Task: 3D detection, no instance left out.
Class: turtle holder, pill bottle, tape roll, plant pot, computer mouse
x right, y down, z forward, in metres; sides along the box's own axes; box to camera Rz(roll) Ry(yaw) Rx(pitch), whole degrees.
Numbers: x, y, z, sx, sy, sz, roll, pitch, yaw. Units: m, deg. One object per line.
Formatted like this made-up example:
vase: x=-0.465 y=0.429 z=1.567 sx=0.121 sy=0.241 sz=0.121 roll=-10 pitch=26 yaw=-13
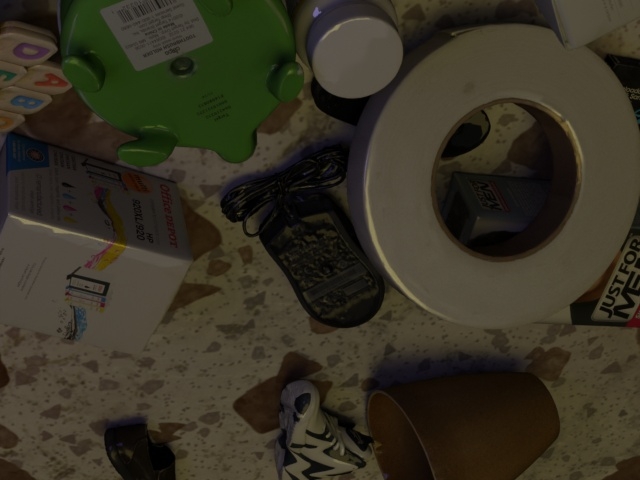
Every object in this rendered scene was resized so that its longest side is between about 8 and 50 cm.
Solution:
turtle holder: x=-0.132 y=-0.227 z=1.230 sx=0.320 sy=0.227 sz=0.243 roll=24 pitch=127 yaw=-37
pill bottle: x=0.019 y=-0.253 z=1.268 sx=0.119 sy=0.208 sz=0.119 roll=-7 pitch=130 yaw=-9
tape roll: x=0.223 y=-0.082 z=1.447 sx=0.392 sy=0.072 sz=0.392 roll=-3 pitch=102 yaw=-16
plant pot: x=0.236 y=0.304 z=1.792 sx=0.254 sy=0.237 sz=0.237 roll=-19 pitch=132 yaw=-19
computer mouse: x=0.000 y=0.000 z=1.567 sx=0.188 sy=0.072 sz=0.272 roll=-24 pitch=118 yaw=8

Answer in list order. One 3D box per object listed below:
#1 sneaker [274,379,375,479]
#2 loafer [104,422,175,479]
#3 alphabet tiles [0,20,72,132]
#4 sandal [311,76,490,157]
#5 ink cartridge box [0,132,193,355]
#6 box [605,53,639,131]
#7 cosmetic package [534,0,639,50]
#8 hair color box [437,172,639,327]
sneaker: x=0.016 y=0.299 z=1.791 sx=0.153 sy=0.094 sz=0.235 roll=-3 pitch=129 yaw=-14
loafer: x=-0.257 y=0.365 z=1.781 sx=0.078 sy=0.080 sz=0.220 roll=-23 pitch=130 yaw=5
alphabet tiles: x=-0.420 y=-0.172 z=1.244 sx=0.284 sy=0.021 sz=0.278 roll=-25 pitch=157 yaw=38
sandal: x=0.105 y=-0.156 z=1.470 sx=0.254 sy=0.054 sz=0.097 roll=12 pitch=124 yaw=-23
ink cartridge box: x=-0.303 y=0.007 z=1.419 sx=0.232 sy=0.171 sz=0.168 roll=16 pitch=123 yaw=-26
box: x=0.413 y=-0.170 z=1.557 sx=0.116 sy=0.029 sz=0.162 roll=5 pitch=125 yaw=-19
cosmetic package: x=0.393 y=-0.397 z=1.250 sx=0.385 sy=0.217 sz=0.156 roll=-24 pitch=130 yaw=8
hair color box: x=0.350 y=0.019 z=1.639 sx=0.374 sy=0.114 sz=0.185 roll=4 pitch=127 yaw=-17
